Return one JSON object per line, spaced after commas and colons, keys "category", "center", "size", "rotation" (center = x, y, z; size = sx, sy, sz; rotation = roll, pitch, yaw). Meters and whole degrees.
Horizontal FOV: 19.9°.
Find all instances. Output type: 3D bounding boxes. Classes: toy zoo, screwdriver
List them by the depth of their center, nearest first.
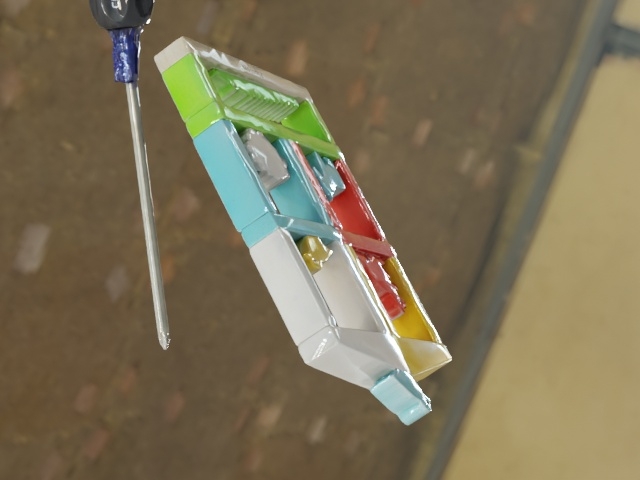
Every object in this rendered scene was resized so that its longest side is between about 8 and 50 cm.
{"category": "screwdriver", "center": [-0.070, -0.043, 0.657], "size": [0.025, 0.024, 0.170], "rotation": [-5, -82, -23]}
{"category": "toy zoo", "center": [0.000, 0.000, 1.283], "size": [0.030, 0.293, 0.192], "rotation": [-34, -20, 19]}
